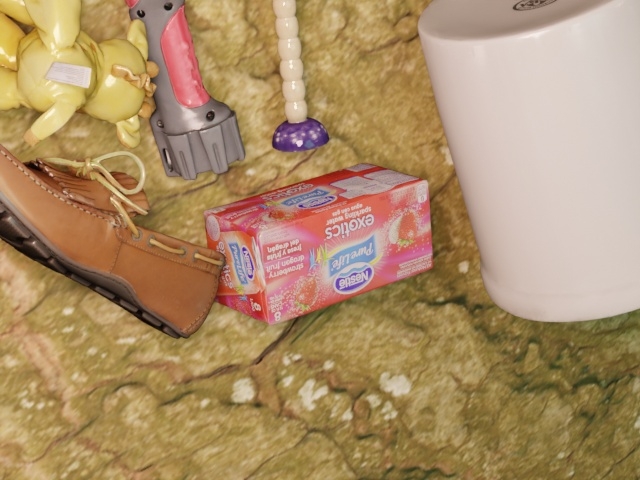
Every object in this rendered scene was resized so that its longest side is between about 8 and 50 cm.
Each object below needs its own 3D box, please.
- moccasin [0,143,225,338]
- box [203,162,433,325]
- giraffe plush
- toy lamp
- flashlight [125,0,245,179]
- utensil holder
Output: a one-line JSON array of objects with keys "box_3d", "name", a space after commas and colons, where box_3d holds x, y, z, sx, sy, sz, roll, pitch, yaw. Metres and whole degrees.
[{"box_3d": [-0.240, -0.025, 1.546, 0.380, 0.139, 0.147, 34, 80, -38], "name": "moccasin"}, {"box_3d": [0.000, 0.000, 1.740, 0.257, 0.128, 0.123, -18, 113, -33], "name": "box"}, {"box_3d": [-0.251, -0.181, 1.475, 0.170, 0.210, 0.181, 10, 111, -56], "name": "giraffe plush"}, {"box_3d": [-0.038, -0.244, 1.677, 0.080, 0.080, 0.275, -21, 113, -31], "name": "toy lamp"}, {"box_3d": [-0.153, -0.221, 1.583, 0.103, 0.103, 0.304, -30, 118, -30], "name": "flashlight"}, {"box_3d": [0.318, -0.141, 1.819, 0.327, 0.327, 0.385, -33, 118, -26], "name": "utensil holder"}]
